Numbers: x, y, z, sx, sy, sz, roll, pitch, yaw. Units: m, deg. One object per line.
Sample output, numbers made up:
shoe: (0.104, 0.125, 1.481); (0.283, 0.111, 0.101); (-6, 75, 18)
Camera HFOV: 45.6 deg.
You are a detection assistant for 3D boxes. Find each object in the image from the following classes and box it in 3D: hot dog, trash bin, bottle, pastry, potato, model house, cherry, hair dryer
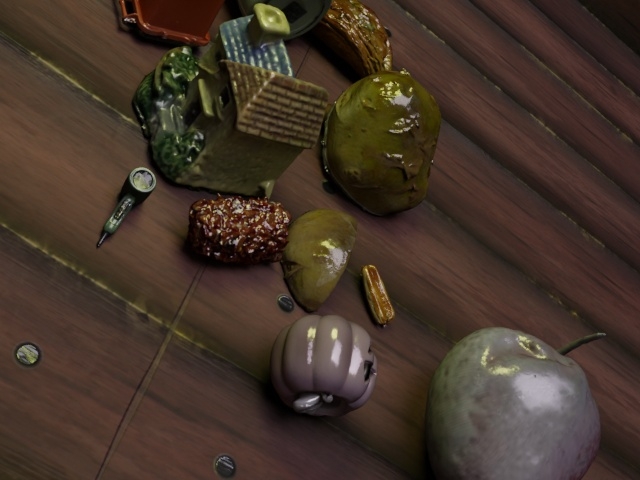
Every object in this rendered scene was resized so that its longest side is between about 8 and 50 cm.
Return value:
hot dog: (0.074, -0.501, 1.845); (0.272, 0.122, 0.196); (42, 32, -5)
trash bin: (-0.271, -0.506, 1.473); (0.185, 0.239, 0.161); (2, 60, -37)
bottle: (-0.132, -0.649, 1.709); (0.229, 0.229, 0.351); (-7, 66, -42)
pastry: (-0.143, -0.017, 1.334); (0.209, 0.097, 0.115); (-1, 56, -42)
potato: (0.148, -0.212, 1.595); (0.247, 0.196, 0.299); (-7, 83, -29)
potato: (0.002, -0.003, 1.442); (0.120, 0.100, 0.261); (35, 44, -16)
model house: (-0.157, -0.272, 1.386); (0.261, 0.266, 0.321); (7, 57, -41)
cherry: (0.328, 0.321, 1.348); (0.335, 0.291, 0.326); (-28, 98, -33)
hot dog: (0.108, 0.108, 1.502); (0.056, 0.041, 0.133); (-7, 73, -42)
hair dryer: (-0.323, -0.047, 1.244); (0.047, 0.071, 0.150); (32, 62, -13)

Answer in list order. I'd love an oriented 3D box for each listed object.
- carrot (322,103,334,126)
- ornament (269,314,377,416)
carrot: (0.036, -0.269, 1.692); (0.343, 0.070, 0.070); (9, 55, -29)
ornament: (0.005, 0.211, 1.241); (0.178, 0.177, 0.177); (22, 49, -27)
